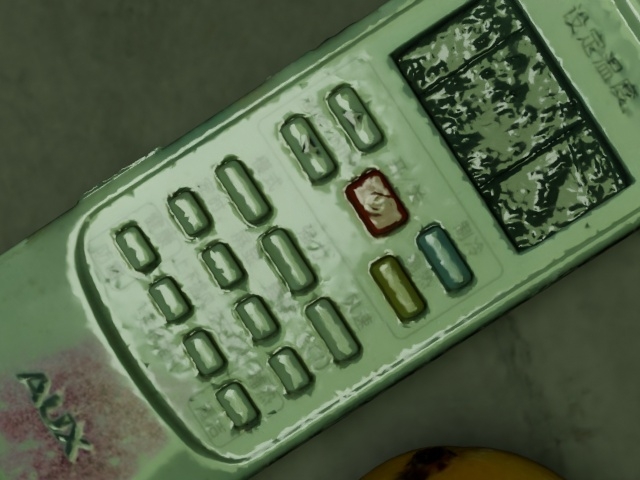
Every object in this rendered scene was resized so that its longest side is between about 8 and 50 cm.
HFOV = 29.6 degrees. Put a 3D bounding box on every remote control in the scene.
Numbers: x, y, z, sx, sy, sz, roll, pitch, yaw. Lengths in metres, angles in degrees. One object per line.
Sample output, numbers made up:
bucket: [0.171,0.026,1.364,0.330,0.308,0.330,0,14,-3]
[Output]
remote control: [0.000,0.000,0.527,0.344,0.050,0.145,-34,90,2]

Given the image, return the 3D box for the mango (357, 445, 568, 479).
mango: [0.091,0.199,0.493,0.157,0.109,0.262,-23,100,22]
